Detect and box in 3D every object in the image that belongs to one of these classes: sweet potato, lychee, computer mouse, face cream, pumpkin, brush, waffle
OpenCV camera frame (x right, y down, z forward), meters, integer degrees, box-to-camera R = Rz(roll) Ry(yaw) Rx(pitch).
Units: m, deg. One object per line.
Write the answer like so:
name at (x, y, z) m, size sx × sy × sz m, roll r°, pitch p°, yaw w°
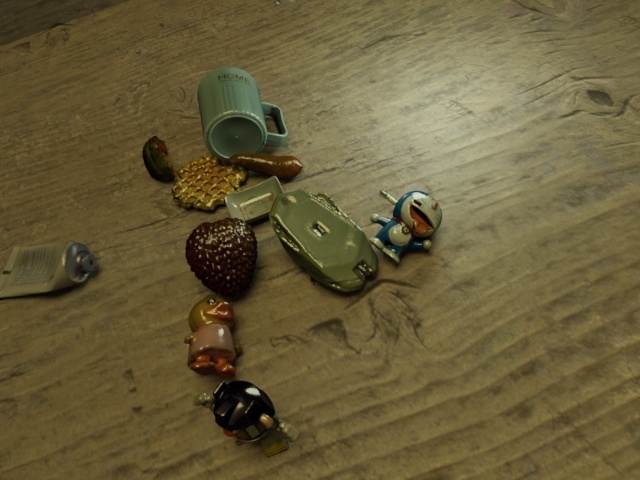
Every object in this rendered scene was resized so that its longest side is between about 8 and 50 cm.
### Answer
sweet potato at (-0.207, -0.291, 2.052) m, size 0.292 × 0.097 × 0.097 m, roll 7°, pitch 57°, yaw 8°
lychee at (-0.318, 0.058, 1.761) m, size 0.272 × 0.271 × 0.271 m, roll -6°, pitch 54°, yaw 8°
computer mouse at (0.001, 0.003, 1.779) m, size 0.228 × 0.145 × 0.429 m, roll -39°, pitch 72°, yaw -24°
face cream at (-1.017, 0.098, 1.954) m, size 0.421 × 0.137 × 0.234 m, roll -6°, pitch 55°, yaw 17°
pumpkin at (-0.687, -0.359, 2.165) m, size 0.111 × 0.163 × 0.278 m, roll -23°, pitch 53°, yaw -6°
brush at (0.246, -0.160, 1.921) m, size 0.016 × 0.013 × 0.083 m, roll -35°, pitch 57°, yaw -16°
waffle at (-0.441, -0.234, 2.091) m, size 0.301 × 0.058 × 0.281 m, roll 8°, pitch 57°, yaw 15°

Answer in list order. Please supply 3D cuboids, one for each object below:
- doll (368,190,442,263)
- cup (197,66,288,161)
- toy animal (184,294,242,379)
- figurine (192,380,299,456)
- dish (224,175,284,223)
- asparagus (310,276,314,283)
doll at (0.282, -0.051, 1.748) m, size 0.215 × 0.161 × 0.257 m, roll 41°, pitch 81°, yaw 3°
cup at (-0.329, -0.480, 2.135) m, size 0.257 × 0.331 × 0.311 m, roll -36°, pitch 44°, yaw 21°
toy animal at (-0.334, 0.289, 1.644) m, size 0.169 × 0.195 × 0.281 m, roll -33°, pitch 47°, yaw 39°
figurine at (-0.196, 0.465, 1.411) m, size 0.309 × 0.308 × 0.143 m, roll -2°, pitch 50°, yaw 10°
dish at (-0.233, -0.133, 1.963) m, size 0.213 × 0.077 × 0.151 m, roll -23°, pitch 52°, yaw -4°
asparagus at (-0.038, 0.083, 1.809) m, size 0.016 × 0.016 × 0.162 m, roll 1°, pitch 51°, yaw -20°
